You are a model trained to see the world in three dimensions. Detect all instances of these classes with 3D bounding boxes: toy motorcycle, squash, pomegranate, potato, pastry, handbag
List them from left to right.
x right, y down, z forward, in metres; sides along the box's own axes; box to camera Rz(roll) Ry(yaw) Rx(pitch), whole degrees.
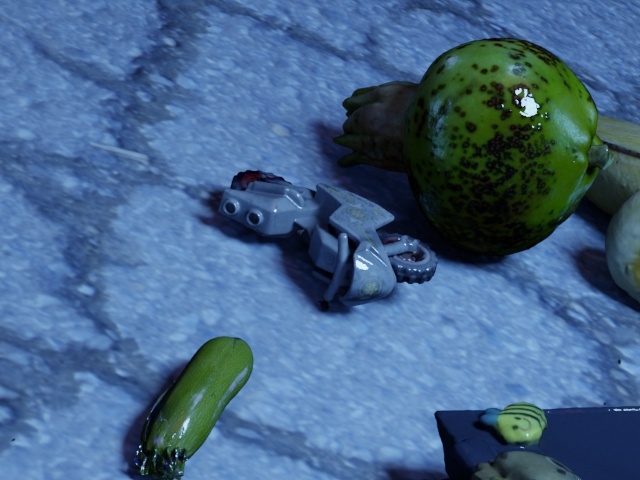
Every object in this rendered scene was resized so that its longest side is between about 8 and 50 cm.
[{"bbox_3d":[-0.100,0.130,1.394,0.052,0.052,0.183,27,35,7],"label":"squash"},{"bbox_3d":[0.000,0.000,1.628,0.215,0.080,0.122,25,29,13],"label":"toy motorcycle"},{"bbox_3d":[0.157,-0.109,1.769,0.204,0.222,0.276,-20,31,-27],"label":"pomegranate"},{"bbox_3d":[0.258,0.226,1.335,0.329,0.122,0.303,4,19,-18],"label":"handbag"},{"bbox_3d":[0.389,-0.057,1.924,0.299,0.116,0.239,18,20,16],"label":"potato"},{"bbox_3d":[0.371,0.007,1.776,0.156,0.156,0.092,20,40,-5],"label":"pastry"}]
